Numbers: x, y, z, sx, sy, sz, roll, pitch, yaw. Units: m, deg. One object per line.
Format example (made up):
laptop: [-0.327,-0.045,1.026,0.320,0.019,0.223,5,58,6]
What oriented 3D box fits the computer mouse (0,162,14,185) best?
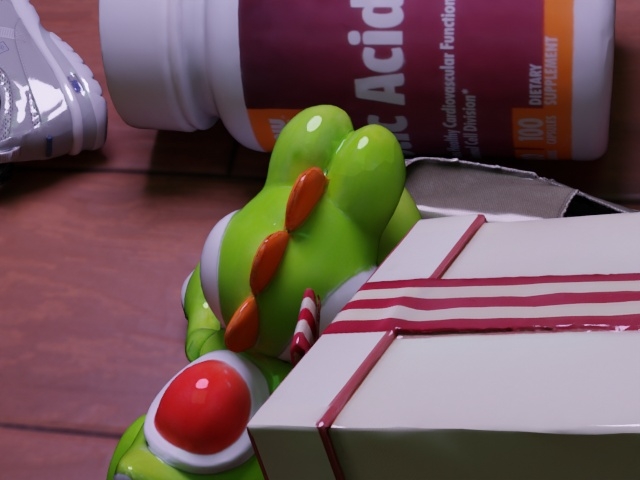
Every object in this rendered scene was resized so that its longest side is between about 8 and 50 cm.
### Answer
computer mouse: [-0.367,-0.045,1.229,0.193,0.042,0.106,13,60,11]

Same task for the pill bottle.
pill bottle: [0.037,-0.179,1.150,0.392,0.224,0.224,2,53,11]

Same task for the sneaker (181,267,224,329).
sneaker: [0.000,0.000,1.107,0.237,0.086,0.085,-22,54,-6]

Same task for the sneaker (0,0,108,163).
sneaker: [-0.304,-0.169,1.254,0.115,0.105,0.281,-24,51,-33]

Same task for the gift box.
gift box: [0.131,0.129,0.785,0.258,0.255,0.276,-4,21,30]

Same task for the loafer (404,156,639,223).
loafer: [0.151,-0.014,1.037,0.251,0.087,0.094,9,74,-10]

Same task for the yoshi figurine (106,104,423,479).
yoshi figurine: [-0.026,0.090,0.936,0.203,0.362,0.203,20,10,-19]
